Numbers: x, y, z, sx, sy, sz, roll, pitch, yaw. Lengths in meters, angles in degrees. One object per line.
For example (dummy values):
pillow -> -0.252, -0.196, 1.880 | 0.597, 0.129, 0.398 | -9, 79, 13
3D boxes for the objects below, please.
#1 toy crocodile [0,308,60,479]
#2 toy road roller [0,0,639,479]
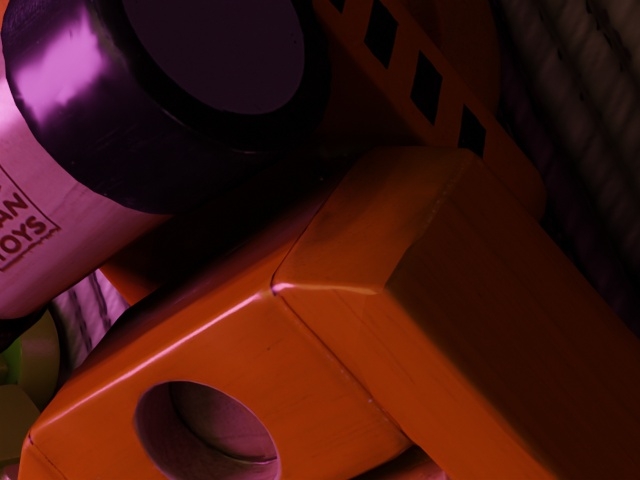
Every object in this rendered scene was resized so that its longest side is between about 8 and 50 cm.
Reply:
toy crocodile -> -0.166, 0.118, 0.785 | 0.340, 0.115, 0.105 | 49, 127, 37
toy road roller -> 0.000, 0.000, 0.598 | 0.202, 0.240, 0.329 | -32, 103, 40
